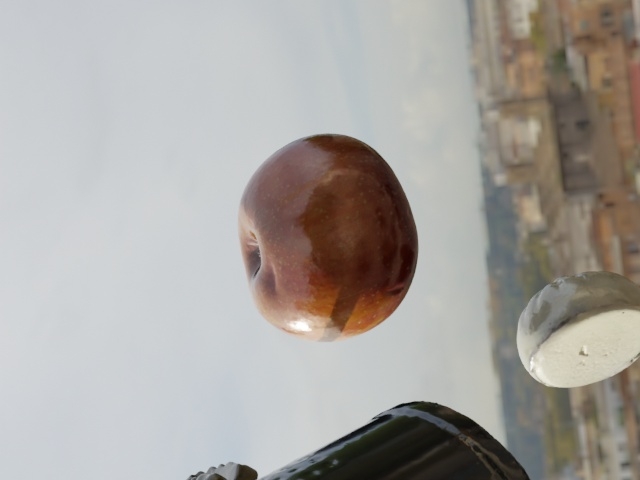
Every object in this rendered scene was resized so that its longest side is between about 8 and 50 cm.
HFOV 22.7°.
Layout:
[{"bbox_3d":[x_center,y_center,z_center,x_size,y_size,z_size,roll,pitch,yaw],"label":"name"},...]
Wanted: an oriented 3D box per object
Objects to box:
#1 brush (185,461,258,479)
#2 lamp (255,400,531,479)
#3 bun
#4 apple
[{"bbox_3d":[-0.081,0.271,1.669,0.084,0.071,0.301,67,159,4],"label":"brush"},{"bbox_3d":[0.010,0.237,1.017,0.205,0.272,0.374,67,164,3],"label":"lamp"},{"bbox_3d":[0.254,0.074,1.571,0.138,0.138,0.094,75,177,-52],"label":"bun"},{"bbox_3d":[0.000,0.000,1.548,0.201,0.162,0.201,160,90,-75],"label":"apple"}]
